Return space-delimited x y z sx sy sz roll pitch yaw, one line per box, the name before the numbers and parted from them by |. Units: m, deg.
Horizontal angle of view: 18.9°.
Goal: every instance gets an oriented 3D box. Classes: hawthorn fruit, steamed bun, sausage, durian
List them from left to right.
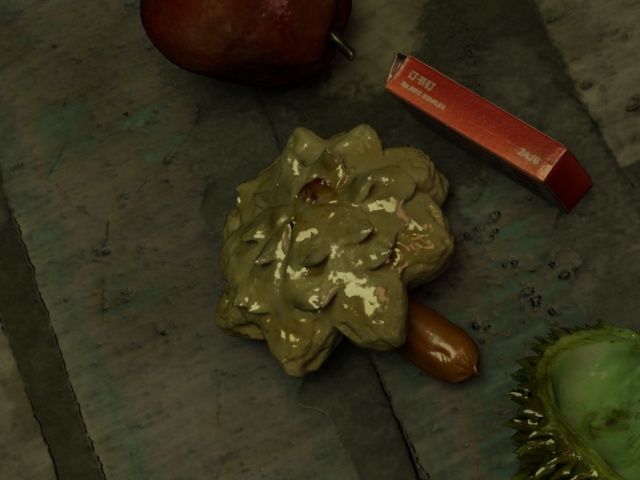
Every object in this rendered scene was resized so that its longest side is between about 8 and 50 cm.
hawthorn fruit | -0.071 -0.269 2.172 0.261 0.224 0.224 27 82 4
steamed bun | 0.000 0.000 2.061 0.295 0.137 0.292 -28 52 7
sausage | 0.100 0.096 2.064 0.183 0.054 0.062 34 60 29
durian | 0.295 0.233 1.877 0.198 0.163 0.394 -10 37 -13

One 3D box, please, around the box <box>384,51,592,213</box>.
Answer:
box | 0.177 -0.117 2.072 0.229 0.123 0.050 34 88 26
